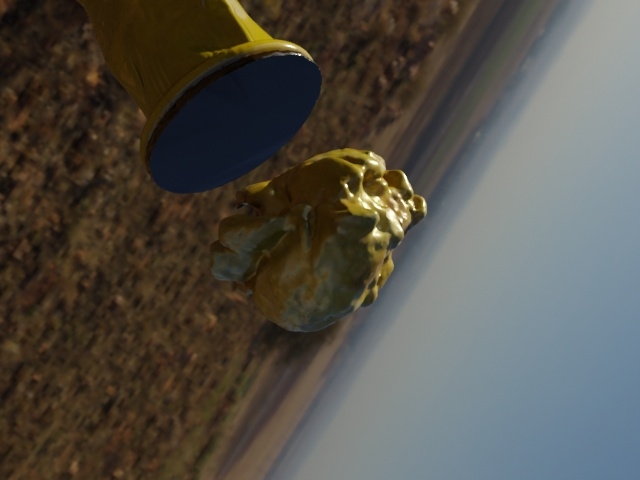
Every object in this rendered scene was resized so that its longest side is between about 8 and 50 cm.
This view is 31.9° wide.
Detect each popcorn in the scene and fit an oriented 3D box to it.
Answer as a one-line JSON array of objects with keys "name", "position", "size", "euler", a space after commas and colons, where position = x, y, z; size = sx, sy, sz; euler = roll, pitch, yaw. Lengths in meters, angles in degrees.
[{"name": "popcorn", "position": [-0.003, 0.001, 1.300], "size": [0.253, 0.190, 0.191], "euler": [-19, -177, 14]}]

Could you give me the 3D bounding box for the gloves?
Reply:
[{"name": "gloves", "position": [-0.124, -0.178, 0.701], "size": [0.133, 0.294, 0.116], "euler": [-43, 157, 24]}]
